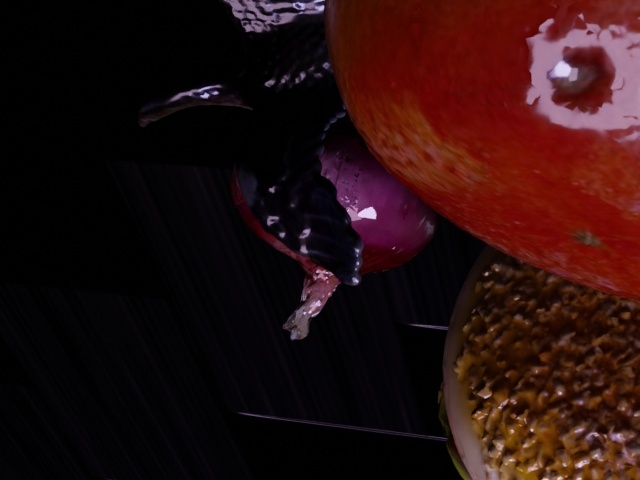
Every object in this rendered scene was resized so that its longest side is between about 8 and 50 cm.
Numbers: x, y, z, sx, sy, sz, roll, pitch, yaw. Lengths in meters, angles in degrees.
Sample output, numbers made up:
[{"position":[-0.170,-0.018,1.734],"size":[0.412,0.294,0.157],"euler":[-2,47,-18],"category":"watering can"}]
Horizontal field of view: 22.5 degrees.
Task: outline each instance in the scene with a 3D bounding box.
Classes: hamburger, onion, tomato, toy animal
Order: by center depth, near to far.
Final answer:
[{"position":[0.150,-0.061,0.789],"size":[0.338,0.144,0.338],"euler":[14,154,7],"category":"tomato"},{"position":[-0.021,-0.090,0.974],"size":[0.160,0.273,0.197],"euler":[-3,166,-37],"category":"toy animal"},{"position":[0.223,0.090,1.017],"size":[0.302,0.302,0.170],"euler":[5,154,17],"category":"hamburger"},{"position":[0.000,0.000,1.108],"size":[0.150,0.140,0.150],"euler":[21,164,6],"category":"onion"}]
